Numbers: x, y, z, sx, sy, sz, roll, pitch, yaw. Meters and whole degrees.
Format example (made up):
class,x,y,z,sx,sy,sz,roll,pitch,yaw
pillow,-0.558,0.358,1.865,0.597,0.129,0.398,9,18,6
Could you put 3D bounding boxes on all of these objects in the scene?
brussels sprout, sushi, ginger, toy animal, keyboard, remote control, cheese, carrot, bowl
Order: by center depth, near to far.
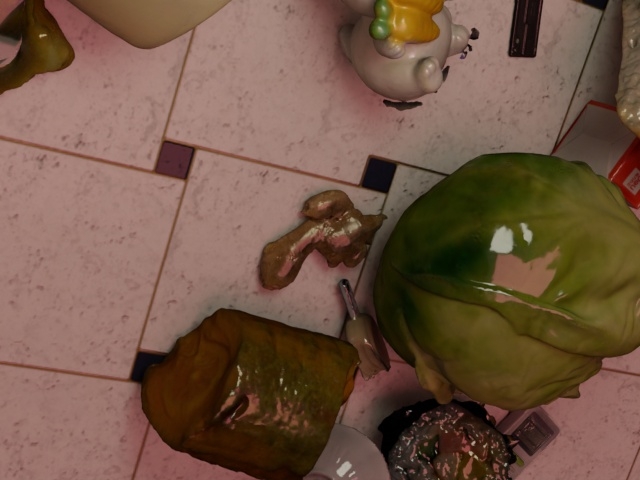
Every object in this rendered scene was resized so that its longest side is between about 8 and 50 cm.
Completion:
class,x,y,z,sx,sy,sz,roll,pitch,yaw
toy animal,0.092,-0.355,1.502,0.183,0.247,0.310,-36,124,-10
brussels sprout,0.274,0.058,1.633,0.425,0.342,0.361,-42,137,21
carrot,-0.076,0.242,1.635,0.340,0.241,0.241,20,100,-26
ginger,0.001,0.010,1.684,0.133,0.059,0.214,41,88,-24
keyboard,0.331,-0.369,1.713,0.053,0.010,0.155,-2,108,-23
cheese,0.065,0.147,1.741,0.047,0.092,0.171,-19,116,12
bowl,0.013,0.400,1.752,0.189,0.086,0.189,5,102,21
sushi,0.218,0.375,1.835,0.238,0.219,0.225,-25,79,17
remote control,0.326,0.403,1.967,0.250,0.034,0.103,-44,118,-3

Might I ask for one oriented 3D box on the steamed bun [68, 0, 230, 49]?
class,x,y,z,sx,sy,sz,roll,pitch,yaw
steamed bun,-0.176,-0.480,1.307,0.371,0.290,0.456,37,90,-30

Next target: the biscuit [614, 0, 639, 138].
class,x,y,z,sx,sy,sz,roll,pitch,yaw
biscuit,0.618,-0.251,1.706,0.446,0.104,0.429,38,51,-29

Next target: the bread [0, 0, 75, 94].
class,x,y,z,sx,sy,sz,roll,pitch,yaw
bread,-0.432,-0.292,1.388,0.160,0.088,0.233,-33,119,-12

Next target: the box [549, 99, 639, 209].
class,x,y,z,sx,sy,sz,roll,pitch,yaw
box,0.479,-0.141,1.759,0.099,0.182,0.133,37,88,-28
